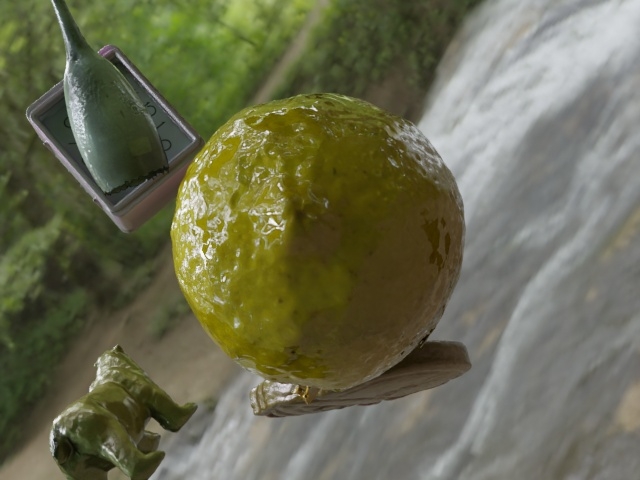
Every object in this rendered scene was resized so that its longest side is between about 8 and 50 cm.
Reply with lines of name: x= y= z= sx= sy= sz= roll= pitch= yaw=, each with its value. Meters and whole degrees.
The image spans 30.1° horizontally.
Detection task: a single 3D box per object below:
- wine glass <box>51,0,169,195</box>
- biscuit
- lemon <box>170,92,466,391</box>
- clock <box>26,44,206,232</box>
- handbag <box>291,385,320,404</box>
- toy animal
wine glass: x=-0.241 y=-0.218 z=1.287 sx=0.096 sy=0.309 sz=0.264 roll=-23 pitch=0 yaw=-23
biscuit: x=0.058 y=0.229 z=1.930 sx=0.381 sy=0.359 sz=0.074 roll=-22 pitch=72 yaw=30
lemon: x=0.000 y=0.000 z=1.019 sx=0.253 sy=0.254 sz=0.310 roll=-63 pitch=-12 yaw=4
clock: x=-0.250 y=-0.126 z=1.474 sx=0.150 sy=0.197 sz=0.063 roll=-40 pitch=-16 yaw=-9
handbag: x=-0.006 y=0.156 z=1.437 sx=0.061 sy=0.027 sz=0.083 roll=-47 pitch=-18 yaw=-26
toy animal: x=-0.181 y=0.158 z=1.054 sx=0.103 sy=0.101 sz=0.218 roll=-50 pitch=3 yaw=19
